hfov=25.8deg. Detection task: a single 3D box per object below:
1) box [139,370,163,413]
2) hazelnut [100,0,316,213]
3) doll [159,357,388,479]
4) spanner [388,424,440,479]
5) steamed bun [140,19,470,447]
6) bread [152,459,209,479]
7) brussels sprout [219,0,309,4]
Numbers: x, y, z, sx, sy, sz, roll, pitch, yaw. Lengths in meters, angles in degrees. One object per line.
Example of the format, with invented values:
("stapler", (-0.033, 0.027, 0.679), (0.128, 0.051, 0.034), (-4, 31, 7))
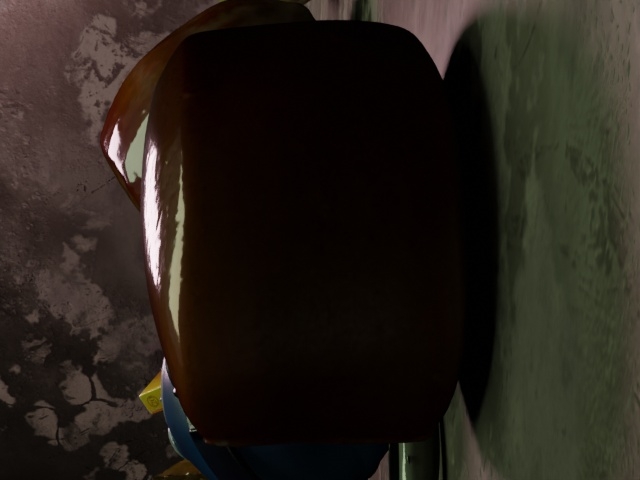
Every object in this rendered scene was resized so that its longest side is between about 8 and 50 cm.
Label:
("box", (-0.110, 0.152, 1.925), (0.043, 0.269, 0.152), (60, -150, -11))
("hazelnut", (-0.116, -0.146, 1.871), (0.366, 0.366, 0.366), (-179, 90, -85))
("doll", (-0.033, 0.107, 1.331), (0.284, 0.240, 0.310), (44, -133, -37))
("spanner", (0.074, 0.222, 1.084), (0.095, 0.040, 0.325), (98, 173, -60))
("steamed bun", (-0.015, -0.037, 1.039), (0.379, 0.235, 0.248), (-97, 7, -61))
("bread", (-0.098, 0.309, 1.893), (0.315, 0.279, 0.248), (-114, 20, -64))
("brussels sprout", (-0.097, -0.487, 2.173), (0.316, 0.242, 0.274), (-126, 31, -77))
